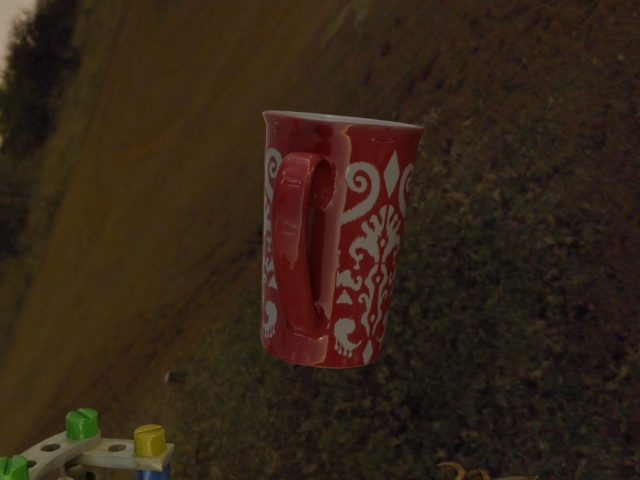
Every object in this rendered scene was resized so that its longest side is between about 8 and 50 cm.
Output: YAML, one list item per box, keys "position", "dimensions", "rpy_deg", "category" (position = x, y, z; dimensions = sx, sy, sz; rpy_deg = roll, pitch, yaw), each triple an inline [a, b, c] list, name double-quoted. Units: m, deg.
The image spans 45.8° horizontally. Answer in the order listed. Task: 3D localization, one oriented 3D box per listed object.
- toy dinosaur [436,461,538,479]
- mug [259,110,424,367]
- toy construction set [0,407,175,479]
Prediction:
- position: [0.198, 0.329, 0.970]
  dimensions: [0.211, 0.064, 0.112]
  rpy_deg: [-40, 18, 20]
  category: "toy dinosaur"
- position: [-0.005, -0.002, 0.533]
  dimensions: [0.113, 0.150, 0.169]
  rpy_deg: [17, 106, 43]
  category: "mug"
- position: [-0.317, 0.228, 0.716]
  dimensions: [0.327, 0.215, 0.151]
  rpy_deg: [-9, 95, 37]
  category: "toy construction set"
